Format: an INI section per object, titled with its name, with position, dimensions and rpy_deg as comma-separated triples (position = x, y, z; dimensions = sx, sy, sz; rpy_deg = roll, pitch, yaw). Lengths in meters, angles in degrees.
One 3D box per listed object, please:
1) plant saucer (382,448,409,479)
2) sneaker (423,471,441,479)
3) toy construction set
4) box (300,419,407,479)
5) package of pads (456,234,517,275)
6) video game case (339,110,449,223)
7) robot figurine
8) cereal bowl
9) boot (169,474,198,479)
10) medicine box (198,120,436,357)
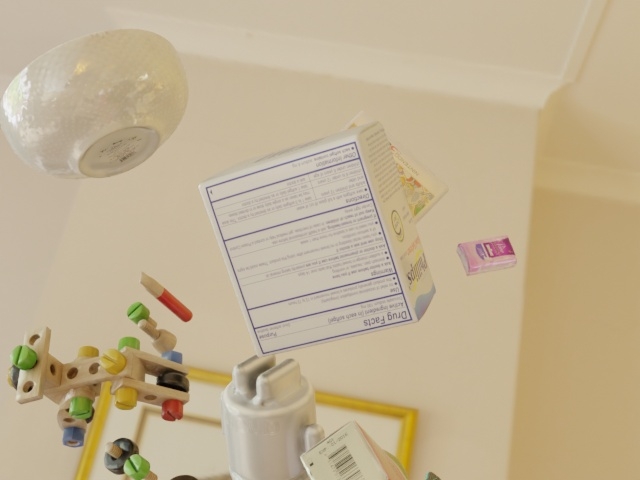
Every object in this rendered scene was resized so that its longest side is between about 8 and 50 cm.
[plant saucer]
position = 0.090, 0.589, 2.228
dimensions = 0.241, 0.241, 0.037
rpy_deg = 0, -37, 21
[sneaker]
position = 0.131, 0.419, 1.485
dimensions = 0.166, 0.076, 0.065
rpy_deg = -17, -40, -20
[toy construction set]
position = -0.351, 0.186, 1.519
dimensions = 0.257, 0.309, 0.237
rpy_deg = 5, -31, 36
[box]
position = 0.087, 0.463, 1.759
dimensions = 0.127, 0.149, 0.232
rpy_deg = -36, -42, 1
[package of pads]
position = 0.254, 0.023, 1.448
dimensions = 0.083, 0.050, 0.032
rpy_deg = -10, -32, -13
[video game case]
position = 0.068, -0.078, 1.608
dimensions = 0.206, 0.227, 0.026
rpy_deg = 43, -10, 11
[robot figurine]
position = -0.107, 0.418, 2.054
dimensions = 0.300, 0.199, 0.354
rpy_deg = 16, -61, 41
[cereal bowl]
position = -0.381, -0.213, 1.674
dimensions = 0.339, 0.141, 0.339
rpy_deg = -26, -19, -9
[boot]
position = -0.217, 0.587, 1.735
dimensions = 0.112, 0.305, 0.115
rpy_deg = -13, -20, -19
[medicine box]
position = 0.000, 0.000, 1.427
dimensions = 0.263, 0.149, 0.289
rpy_deg = -15, -80, 21
